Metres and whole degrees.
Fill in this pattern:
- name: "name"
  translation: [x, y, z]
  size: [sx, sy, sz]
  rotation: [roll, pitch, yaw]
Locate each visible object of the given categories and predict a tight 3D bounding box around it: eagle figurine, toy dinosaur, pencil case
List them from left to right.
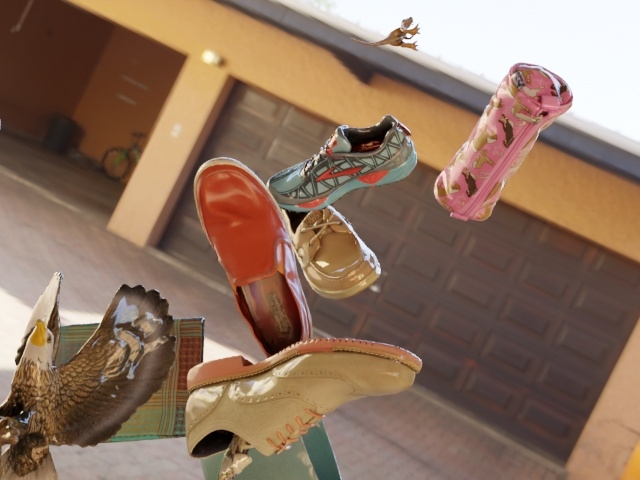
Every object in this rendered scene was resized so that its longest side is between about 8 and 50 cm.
- name: "eagle figurine"
  translation: [-0.351, 0.178, 1.290]
  size: [0.226, 0.225, 0.298]
  rotation: [47, 34, -1]
- name: "toy dinosaur"
  translation: [0.180, -0.487, 2.381]
  size: [0.112, 0.064, 0.211]
  rotation: [9, 29, 35]
- name: "pencil case"
  translation: [0.402, -0.214, 2.206]
  size: [0.167, 0.386, 0.160]
  rotation: [-24, 64, -44]

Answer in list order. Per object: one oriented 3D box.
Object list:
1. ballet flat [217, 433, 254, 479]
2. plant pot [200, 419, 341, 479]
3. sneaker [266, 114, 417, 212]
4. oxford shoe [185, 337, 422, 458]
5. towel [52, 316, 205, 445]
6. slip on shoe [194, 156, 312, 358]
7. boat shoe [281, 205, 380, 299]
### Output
- name: "ballet flat"
  translation: [-0.112, 0.299, 1.408]
  size: [0.041, 0.114, 0.041]
  rotation: [15, -29, 9]
- name: "plant pot"
  translation: [-0.096, 0.379, 1.718]
  size: [0.290, 0.195, 0.290]
  rotation: [-22, 90, -86]
- name: "sneaker"
  translation: [0.024, -0.140, 1.639]
  size: [0.125, 0.262, 0.104]
  rotation: [69, 0, -48]
- name: "oxford shoe"
  translation: [-0.031, 0.237, 1.410]
  size: [0.397, 0.146, 0.140]
  rotation: [-17, -36, 34]
- name: "towel"
  translation: [-0.434, 0.309, 2.177]
  size: [0.370, 0.271, 0.040]
  rotation: [-5, -17, 15]
- name: "slip on shoe"
  translation: [-0.097, 0.032, 1.476]
  size: [0.101, 0.123, 0.331]
  rotation: [-89, 159, -82]
- name: "boat shoe"
  translation: [0.000, 0.000, 1.773]
  size: [0.110, 0.121, 0.341]
  rotation: [62, -9, -28]
